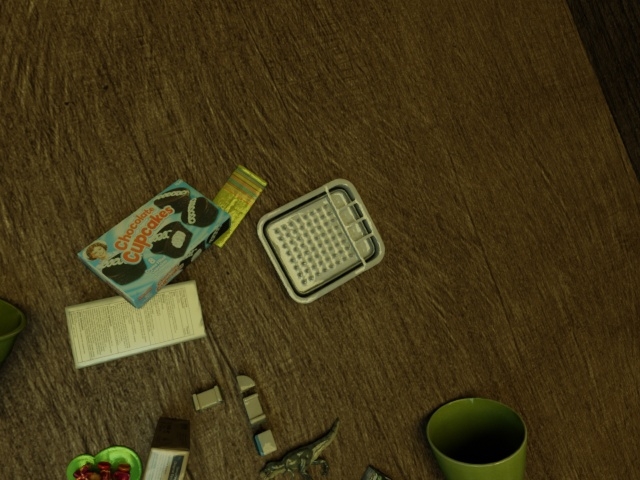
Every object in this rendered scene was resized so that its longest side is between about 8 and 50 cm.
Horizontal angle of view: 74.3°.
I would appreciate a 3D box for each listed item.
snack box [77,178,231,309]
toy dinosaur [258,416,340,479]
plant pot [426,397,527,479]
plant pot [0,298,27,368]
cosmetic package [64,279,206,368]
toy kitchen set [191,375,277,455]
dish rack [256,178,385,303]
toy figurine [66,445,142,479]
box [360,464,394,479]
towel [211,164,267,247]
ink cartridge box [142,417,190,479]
[{"bbox_3d":[-0.404,-0.003,1.065,0.187,0.060,0.322,35,58,12],"label":"snack box"},{"bbox_3d":[-0.033,0.622,1.183,0.268,0.064,0.118,-24,84,-22],"label":"toy dinosaur"},{"bbox_3d":[0.479,0.678,1.253,0.275,0.275,0.293,-19,105,-19],"label":"plant pot"},{"bbox_3d":[-0.848,0.297,0.835,0.367,0.366,0.352,18,91,-15],"label":"plant pot"},{"bbox_3d":[-0.451,0.203,1.061,0.296,0.129,0.153,-10,85,-18],"label":"cosmetic package"},{"bbox_3d":[-0.233,0.486,1.124,0.166,0.122,0.207,-17,69,-18],"label":"toy kitchen set"},{"bbox_3d":[0.000,0.000,1.259,0.333,0.072,0.285,-28,93,-19],"label":"dish rack"},{"bbox_3d":[-0.515,0.568,0.981,0.173,0.159,0.130,17,79,-14],"label":"toy figurine"},{"bbox_3d":[0.173,0.795,1.235,0.184,0.045,0.190,37,73,-13],"label":"box"},{"bbox_3d":[-0.259,-0.100,1.217,0.102,0.021,0.237,34,76,-6],"label":"towel"},{"bbox_3d":[-0.369,0.549,0.990,0.088,0.235,0.193,13,81,-15],"label":"ink cartridge box"}]
